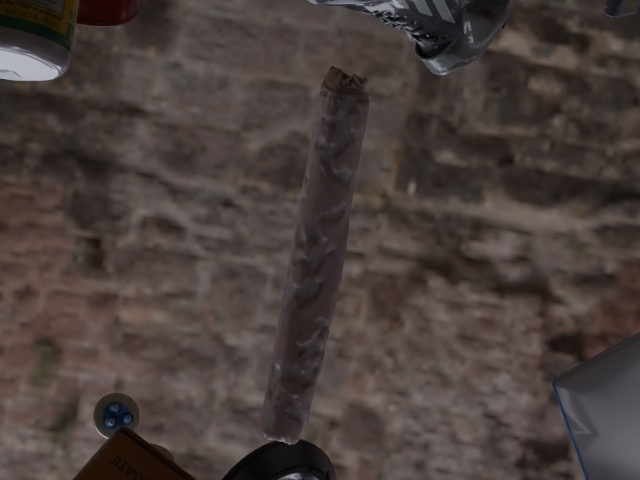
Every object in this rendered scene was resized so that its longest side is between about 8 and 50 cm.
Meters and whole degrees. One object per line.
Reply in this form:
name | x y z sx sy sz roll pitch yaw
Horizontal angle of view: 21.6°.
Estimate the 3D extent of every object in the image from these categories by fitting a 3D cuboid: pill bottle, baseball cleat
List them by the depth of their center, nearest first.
baseball cleat | 0.073 -0.178 1.314 0.206 0.109 0.072 -11 -155 -30
pill bottle | -0.251 -0.246 1.389 0.118 0.208 0.117 7 170 1

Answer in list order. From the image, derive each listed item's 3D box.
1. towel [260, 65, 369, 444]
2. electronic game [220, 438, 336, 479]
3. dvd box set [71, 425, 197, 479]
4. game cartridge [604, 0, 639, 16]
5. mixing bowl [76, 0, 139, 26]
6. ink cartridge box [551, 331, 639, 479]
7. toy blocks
towel | 0.000 0.000 1.650 0.053 0.331 0.317 10 -170 1
electronic game | -0.063 0.327 1.867 0.048 0.229 0.229 24 -167 38
dvd box set | -0.192 0.310 0.816 0.062 0.420 0.307 34 159 17
game cartridge | 0.298 -0.243 1.610 0.017 0.056 0.083 24 -159 20
mixing bowl | -0.252 -0.305 1.696 0.181 0.098 0.181 20 -149 -12
ink cartridge box | 0.403 0.179 1.595 0.270 0.198 0.197 -2 156 -41
toy blocks | -0.210 0.227 1.892 0.054 0.123 0.148 -35 179 -10
